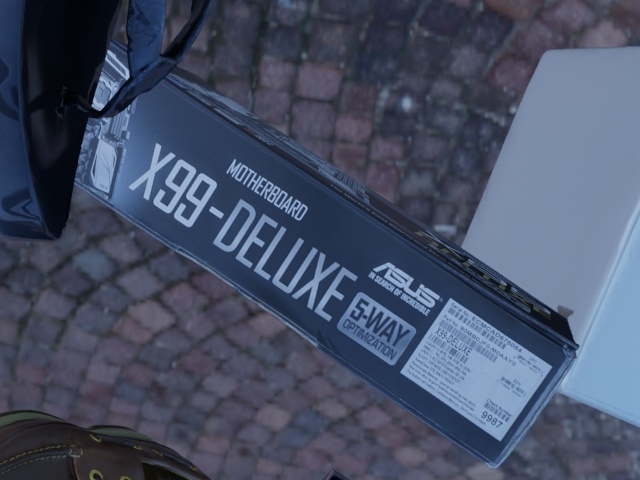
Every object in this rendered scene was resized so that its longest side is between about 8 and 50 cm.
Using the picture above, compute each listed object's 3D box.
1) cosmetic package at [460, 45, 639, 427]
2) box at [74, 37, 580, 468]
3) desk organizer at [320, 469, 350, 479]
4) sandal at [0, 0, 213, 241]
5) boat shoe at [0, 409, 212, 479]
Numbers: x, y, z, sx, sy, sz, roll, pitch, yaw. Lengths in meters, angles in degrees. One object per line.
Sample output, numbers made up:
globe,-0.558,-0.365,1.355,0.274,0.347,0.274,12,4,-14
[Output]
cosmetic package,0.386,0.036,1.334,0.393,0.329,0.327,23,90,-18
box,0.000,0.000,0.791,0.307,0.242,0.076,34,96,8
desk organizer,0.045,0.215,0.935,0.130,0.047,0.050,33,153,0
sandal,-0.051,-0.121,0.414,0.054,0.255,0.097,15,171,5
boat shoe,-0.098,0.108,0.568,0.060,0.064,0.178,12,178,25
